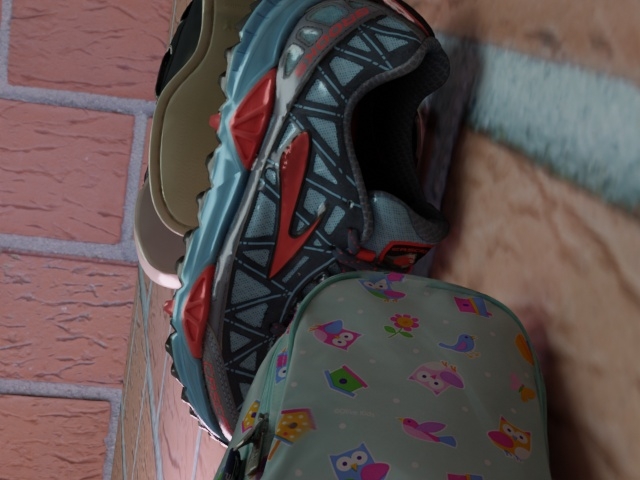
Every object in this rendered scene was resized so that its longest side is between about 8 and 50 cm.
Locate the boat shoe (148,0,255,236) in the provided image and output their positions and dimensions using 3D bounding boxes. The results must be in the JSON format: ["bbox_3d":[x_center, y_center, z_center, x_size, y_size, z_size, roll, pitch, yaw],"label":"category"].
[{"bbox_3d":[-0.099,-0.152,1.130,0.113,0.127,0.340,129,147,-70],"label":"boat shoe"}]

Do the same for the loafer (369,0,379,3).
[{"bbox_3d":[0.009,-0.161,0.774,0.087,0.094,0.251,30,125,50],"label":"loafer"}]

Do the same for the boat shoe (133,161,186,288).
[{"bbox_3d":[-0.148,-0.046,1.355,0.158,0.127,0.341,101,177,-48],"label":"boat shoe"}]

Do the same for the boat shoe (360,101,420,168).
[{"bbox_3d":[0.033,-0.023,0.667,0.046,0.038,0.125,17,110,35],"label":"boat shoe"}]

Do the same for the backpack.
[{"bbox_3d":[0.027,0.100,0.435,0.182,0.152,0.115,-79,10,-54],"label":"backpack"}]

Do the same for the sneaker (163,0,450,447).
[{"bbox_3d":[0.000,0.000,0.599,0.104,0.125,0.262,-10,-67,-58],"label":"sneaker"}]
